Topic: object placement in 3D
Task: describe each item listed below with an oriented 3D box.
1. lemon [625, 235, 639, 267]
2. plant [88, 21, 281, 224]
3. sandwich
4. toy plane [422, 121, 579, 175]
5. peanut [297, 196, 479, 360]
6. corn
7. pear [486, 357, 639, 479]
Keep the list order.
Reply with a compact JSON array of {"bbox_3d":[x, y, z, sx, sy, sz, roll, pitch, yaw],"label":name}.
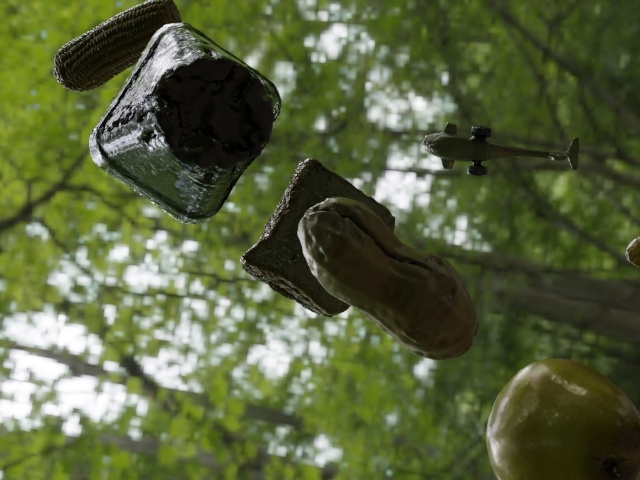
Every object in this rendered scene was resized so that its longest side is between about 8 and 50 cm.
[{"bbox_3d":[0.572,0.018,2.222,0.065,0.092,0.065,-12,-90,-86],"label":"lemon"},{"bbox_3d":[-0.120,-0.109,1.193,0.164,0.142,0.256,-59,18,-5],"label":"plant"},{"bbox_3d":[0.000,0.000,2.404,0.251,0.226,0.087,-59,13,-19],"label":"sandwich"},{"bbox_3d":[0.331,-0.167,2.375,0.108,0.286,0.092,-38,-48,-72],"label":"toy plane"},{"bbox_3d":[0.093,0.052,1.709,0.130,0.290,0.130,-53,10,13],"label":"peanut"},{"bbox_3d":[-0.299,-0.289,1.906,0.080,0.231,0.080,41,-143,-41],"label":"corn"},{"bbox_3d":[0.438,0.349,2.293,0.336,0.285,0.285,105,177,-75],"label":"pear"}]
